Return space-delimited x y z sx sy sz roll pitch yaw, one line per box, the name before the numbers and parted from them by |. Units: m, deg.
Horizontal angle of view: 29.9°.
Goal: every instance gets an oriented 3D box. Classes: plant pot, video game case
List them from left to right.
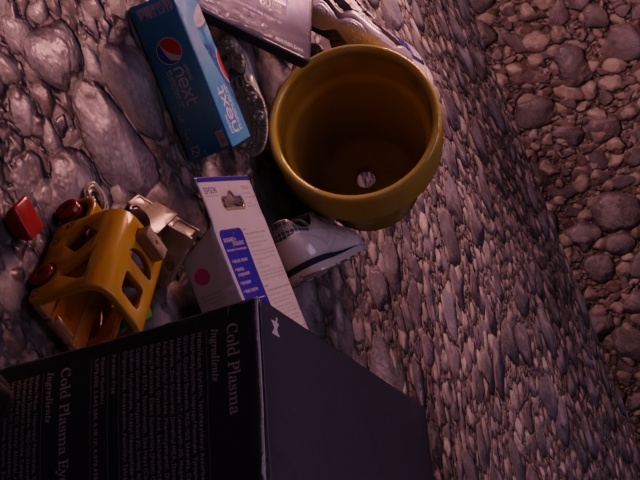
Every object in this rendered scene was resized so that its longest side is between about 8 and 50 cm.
video game case | -0.093 -0.400 1.727 0.196 0.026 0.274 21 57 -32
plant pot | 0.062 -0.130 1.815 0.239 0.254 0.254 71 9 -68

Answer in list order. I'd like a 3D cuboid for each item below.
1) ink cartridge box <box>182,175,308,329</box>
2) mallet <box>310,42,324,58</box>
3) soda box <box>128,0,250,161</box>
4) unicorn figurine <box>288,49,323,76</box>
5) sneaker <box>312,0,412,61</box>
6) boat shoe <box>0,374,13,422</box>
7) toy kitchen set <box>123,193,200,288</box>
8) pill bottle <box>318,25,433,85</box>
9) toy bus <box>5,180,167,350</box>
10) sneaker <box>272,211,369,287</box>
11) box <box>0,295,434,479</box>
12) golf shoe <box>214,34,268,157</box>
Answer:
ink cartridge box | -0.074 0.102 1.459 0.371 0.069 0.176 70 18 2
mallet | 0.044 -0.254 2.002 0.189 0.039 0.062 43 -7 5
soda box | -0.166 -0.214 1.540 0.210 0.067 0.071 69 22 -10
unicorn figurine | -0.029 -0.256 1.902 0.060 0.111 0.162 35 50 4
sneaker | 0.042 -0.370 1.862 0.268 0.101 0.153 30 61 -8
boat shoe | -0.356 0.074 0.825 0.120 0.122 0.324 49 5 32
toy kitchen set | -0.196 0.005 1.352 0.083 0.075 0.068 30 23 2
pill bottle | 0.104 -0.295 2.140 0.264 0.153 0.153 10 64 -66
toy bus | -0.210 0.020 1.206 0.191 0.104 0.202 1 73 -68
sneaker | 0.000 0.000 1.768 0.095 0.090 0.235 59 18 5
box | -0.102 0.216 1.035 0.343 0.312 0.179 38 40 -55
golf shoe | -0.104 -0.201 1.688 0.086 0.069 0.176 9 67 -73
